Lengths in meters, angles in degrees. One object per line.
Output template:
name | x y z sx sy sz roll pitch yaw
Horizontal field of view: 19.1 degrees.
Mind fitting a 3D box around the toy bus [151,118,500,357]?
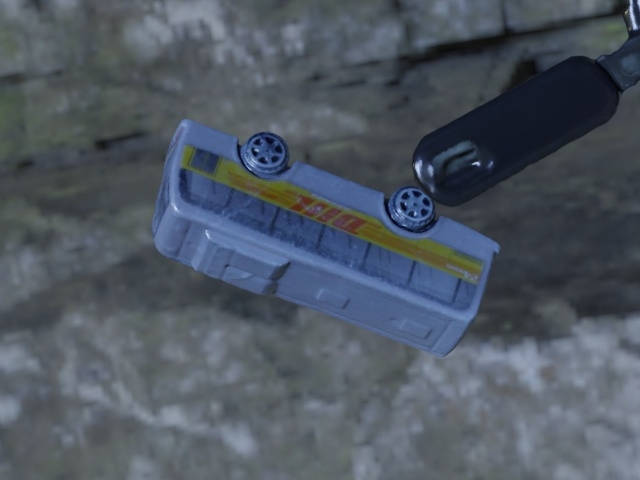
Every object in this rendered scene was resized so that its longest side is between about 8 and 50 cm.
toy bus | 0.000 0.000 1.048 0.190 0.064 0.075 19 59 -6

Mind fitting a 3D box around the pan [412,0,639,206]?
pan | 0.136 -0.075 0.694 0.235 0.136 0.028 -30 2 -15
